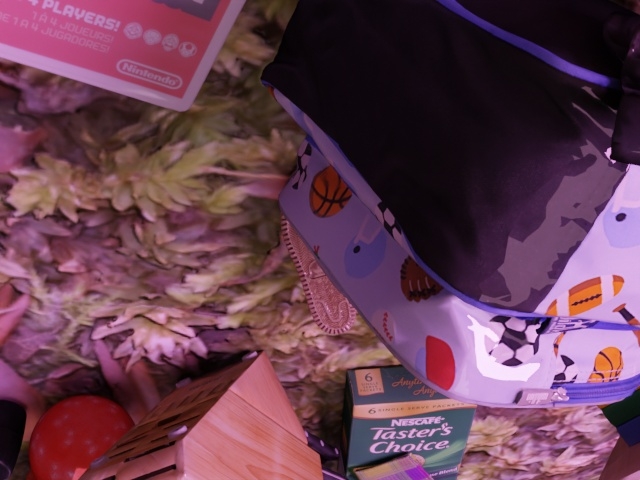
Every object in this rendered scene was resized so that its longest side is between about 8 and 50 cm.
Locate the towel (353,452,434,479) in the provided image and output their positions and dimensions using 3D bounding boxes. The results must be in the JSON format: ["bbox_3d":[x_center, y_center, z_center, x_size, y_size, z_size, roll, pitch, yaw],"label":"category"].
[{"bbox_3d":[0.072,0.220,0.896,0.060,0.009,0.083,-22,136,17],"label":"towel"}]

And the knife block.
[{"bbox_3d":[-0.048,0.224,0.763,0.088,0.275,0.242,-24,95,17],"label":"knife block"}]

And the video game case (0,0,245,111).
[{"bbox_3d":[-0.096,-0.193,0.418,0.204,0.025,0.285,14,130,-26],"label":"video game case"}]

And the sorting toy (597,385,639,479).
[{"bbox_3d":[0.294,0.031,0.630,0.255,0.257,0.089,-40,86,34],"label":"sorting toy"}]

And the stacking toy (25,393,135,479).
[{"bbox_3d":[-0.222,0.263,0.877,0.141,0.141,0.330,7,132,-16],"label":"stacking toy"}]

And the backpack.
[{"bbox_3d":[0.124,-0.042,0.488,0.263,0.276,0.213,2,125,-30],"label":"backpack"}]

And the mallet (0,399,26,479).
[{"bbox_3d":[-0.333,0.138,0.792,0.189,0.062,0.039,21,131,-9],"label":"mallet"}]

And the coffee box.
[{"bbox_3d":[0.075,0.180,0.889,0.113,0.040,0.184,-2,138,-6],"label":"coffee box"}]

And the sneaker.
[{"bbox_3d":[0.000,0.000,0.686,0.042,0.067,0.118,-10,108,6],"label":"sneaker"}]
